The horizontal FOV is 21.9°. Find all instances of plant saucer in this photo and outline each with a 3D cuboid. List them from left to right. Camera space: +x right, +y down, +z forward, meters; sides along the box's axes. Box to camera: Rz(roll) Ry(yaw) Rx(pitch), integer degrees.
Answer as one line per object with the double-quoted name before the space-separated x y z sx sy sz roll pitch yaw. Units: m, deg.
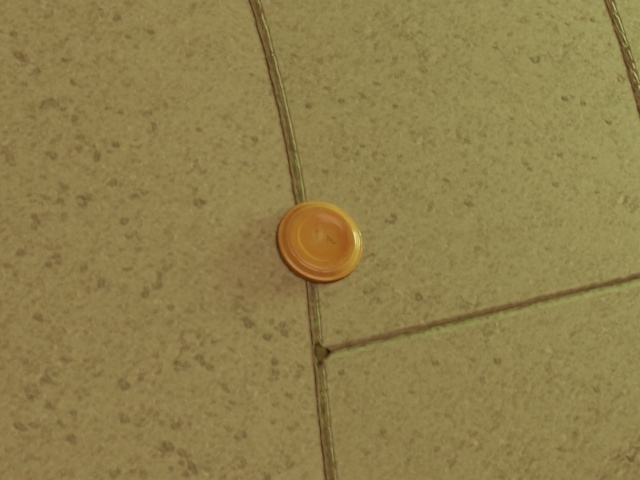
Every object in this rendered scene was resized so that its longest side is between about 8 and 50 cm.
"plant saucer" 0.000 0.000 1.562 0.083 0.013 0.083 7 65 -15
